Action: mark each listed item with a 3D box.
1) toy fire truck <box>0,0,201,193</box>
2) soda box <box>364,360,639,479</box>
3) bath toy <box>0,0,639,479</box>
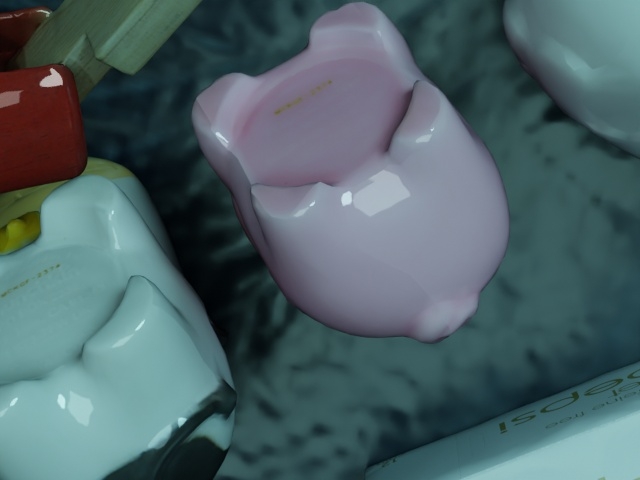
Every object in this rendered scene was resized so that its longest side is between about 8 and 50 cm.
[{"bbox_3d":[-0.121,-0.100,0.479,0.246,0.158,0.217,-12,65,-10],"label":"toy fire truck"},{"bbox_3d":[0.124,0.074,0.547,0.216,0.069,0.074,-22,95,5],"label":"soda box"},{"bbox_3d":[0.000,0.000,0.520,0.348,0.151,0.129,-29,132,3],"label":"bath toy"}]
